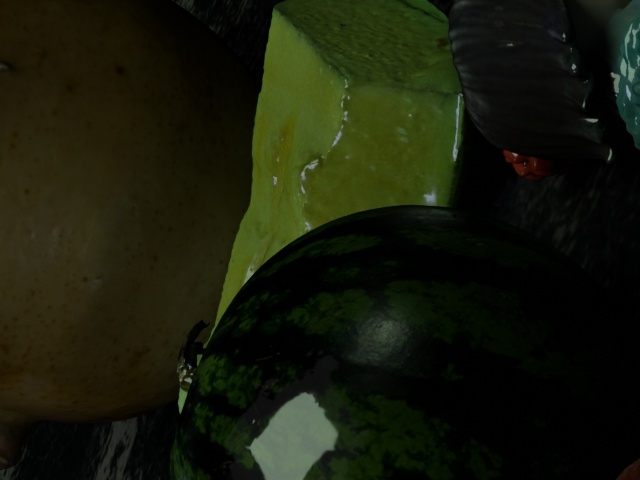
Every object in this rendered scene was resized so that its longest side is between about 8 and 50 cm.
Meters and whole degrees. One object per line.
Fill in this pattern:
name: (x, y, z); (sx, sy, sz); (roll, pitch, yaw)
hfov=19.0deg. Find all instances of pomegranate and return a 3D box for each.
pomegranate: (-0.230, -0.026, 1.414); (0.416, 0.416, 0.417); (-39, 44, 52)

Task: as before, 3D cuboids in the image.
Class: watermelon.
watermelon: (0.046, 0.117, 0.944); (0.269, 0.269, 0.269); (-39, 44, 52)

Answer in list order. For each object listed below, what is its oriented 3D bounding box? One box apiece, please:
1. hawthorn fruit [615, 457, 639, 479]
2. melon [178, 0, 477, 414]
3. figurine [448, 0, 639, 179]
hawthorn fruit: (0.166, 0.170, 0.770); (0.173, 0.173, 0.173); (-39, 44, 52)
melon: (0.000, 0.000, 1.235); (0.196, 0.124, 0.323); (-121, 44, -57)
figurine: (0.157, -0.080, 0.979); (0.245, 0.110, 0.138); (23, 122, 59)
